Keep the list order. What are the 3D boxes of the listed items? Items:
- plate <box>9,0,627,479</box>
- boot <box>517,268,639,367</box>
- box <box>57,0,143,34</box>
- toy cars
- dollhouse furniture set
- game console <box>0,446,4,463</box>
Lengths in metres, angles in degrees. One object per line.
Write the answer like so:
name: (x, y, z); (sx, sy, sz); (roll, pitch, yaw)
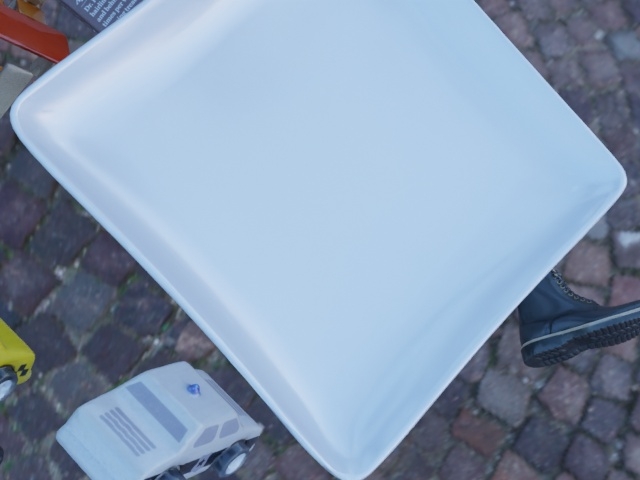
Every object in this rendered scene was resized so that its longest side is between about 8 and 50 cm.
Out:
plate: (0.008, -0.048, 0.741); (0.277, 0.045, 0.278); (48, 65, -5)
boot: (0.361, 0.082, 1.766); (0.198, 0.077, 0.137); (-18, 59, 15)
box: (-0.289, -0.385, 1.500); (0.381, 0.143, 0.191); (41, 92, 12)
toy cars: (-0.202, 0.106, 0.987); (0.394, 0.087, 0.176); (22, 25, -26)
dollhouse furniture set: (-0.385, -0.280, 1.843); (0.259, 0.135, 0.262); (22, 35, -39)
game console: (-0.581, 0.188, 1.512); (0.342, 0.386, 0.060); (29, 91, 9)
